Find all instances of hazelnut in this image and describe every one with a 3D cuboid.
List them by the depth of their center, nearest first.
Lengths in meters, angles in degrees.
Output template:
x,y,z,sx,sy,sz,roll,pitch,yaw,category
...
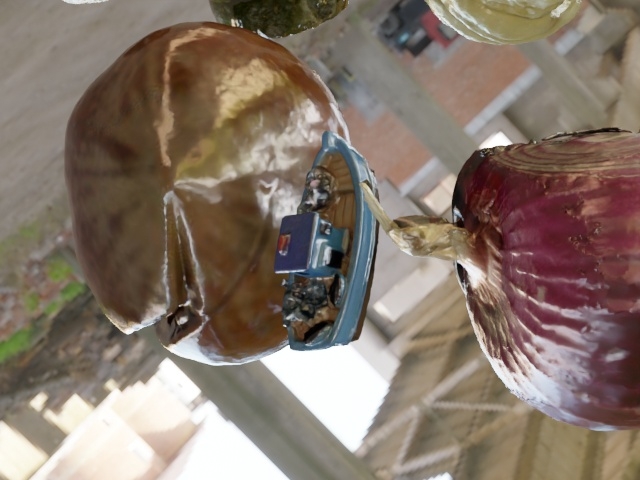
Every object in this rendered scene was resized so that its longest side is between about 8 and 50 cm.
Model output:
x,y,z,sx,sy,sz,roll,pitch,yaw,category
-0.138,-0.055,1.342,0.359,0.409,0.359,-10,168,-2,hazelnut

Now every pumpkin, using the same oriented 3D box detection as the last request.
x,y,z,sx,sy,sz,roll,pitch,yaw,category
-0.053,-0.385,1.543,0.190,0.139,0.280,-8,-149,13,pumpkin

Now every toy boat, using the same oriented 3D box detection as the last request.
x,y,z,sx,sy,sz,roll,pitch,yaw,category
0.000,0.000,1.111,0.100,0.097,0.223,-7,-109,46,toy boat

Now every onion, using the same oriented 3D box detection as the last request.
x,y,z,sx,sy,sz,roll,pitch,yaw,category
0.223,0.035,0.885,0.272,0.256,0.230,-28,-149,5,onion

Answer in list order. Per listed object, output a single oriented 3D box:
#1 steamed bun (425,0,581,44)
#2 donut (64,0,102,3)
x,y,z,sx,sy,sz,roll,pitch,yaw,category
0.221,-0.430,1.519,0.230,0.325,0.372,-15,167,24,steamed bun
-0.312,-0.394,1.553,0.152,0.058,0.152,-32,130,-47,donut
